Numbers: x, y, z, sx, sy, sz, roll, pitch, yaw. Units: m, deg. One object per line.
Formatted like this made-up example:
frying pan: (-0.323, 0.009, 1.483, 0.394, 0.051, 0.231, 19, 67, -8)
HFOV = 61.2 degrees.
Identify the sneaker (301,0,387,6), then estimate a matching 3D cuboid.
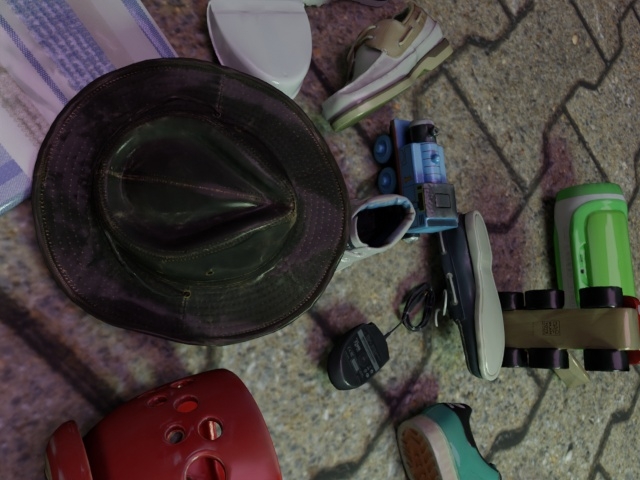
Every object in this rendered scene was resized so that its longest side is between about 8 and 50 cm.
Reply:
sneaker: (0.038, -0.400, 0.781, 0.235, 0.094, 0.090, -19, 94, -33)

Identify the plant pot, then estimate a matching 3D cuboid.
plant pot: (-0.144, 0.230, 0.489, 0.174, 0.191, 0.191, -10, 87, -32)

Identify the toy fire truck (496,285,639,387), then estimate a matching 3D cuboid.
toy fire truck: (0.409, 0.166, 0.872, 0.246, 0.217, 0.159, 12, 74, -47)

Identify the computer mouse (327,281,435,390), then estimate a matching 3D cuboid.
computer mouse: (0.088, 0.128, 0.761, 0.242, 0.041, 0.071, -30, 100, -41)

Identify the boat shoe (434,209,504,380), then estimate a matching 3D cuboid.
boat shoe: (0.219, 0.081, 0.819, 0.095, 0.079, 0.255, 9, 72, -54)

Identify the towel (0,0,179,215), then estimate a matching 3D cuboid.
towel: (-0.290, -0.179, 0.558, 0.285, 0.034, 0.209, -46, 109, -29)

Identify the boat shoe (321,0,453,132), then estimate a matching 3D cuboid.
boat shoe: (0.084, -0.256, 0.783, 0.103, 0.113, 0.302, 55, 47, -12)

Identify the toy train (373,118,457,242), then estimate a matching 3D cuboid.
toy train: (0.137, -0.091, 0.785, 0.080, 0.105, 0.184, 1, 81, -34)

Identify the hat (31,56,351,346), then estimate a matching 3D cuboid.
hat: (-0.110, -0.046, 0.523, 0.331, 0.134, 0.332, 2, 85, -17)

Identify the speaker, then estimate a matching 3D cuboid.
speaker: (0.508, 0.050, 1.000, 0.131, 0.131, 0.297, 5, 79, -33)

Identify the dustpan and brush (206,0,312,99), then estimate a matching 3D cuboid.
dustpan and brush: (-0.061, -0.208, 0.710, 0.147, 0.060, 0.211, -15, 84, -34)

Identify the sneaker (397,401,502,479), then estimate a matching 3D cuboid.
sneaker: (0.209, 0.375, 0.750, 0.121, 0.108, 0.303, -15, 89, -31)

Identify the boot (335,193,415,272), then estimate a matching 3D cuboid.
boot: (0.000, 0.000, 0.665, 0.258, 0.123, 0.095, -29, 98, -34)
